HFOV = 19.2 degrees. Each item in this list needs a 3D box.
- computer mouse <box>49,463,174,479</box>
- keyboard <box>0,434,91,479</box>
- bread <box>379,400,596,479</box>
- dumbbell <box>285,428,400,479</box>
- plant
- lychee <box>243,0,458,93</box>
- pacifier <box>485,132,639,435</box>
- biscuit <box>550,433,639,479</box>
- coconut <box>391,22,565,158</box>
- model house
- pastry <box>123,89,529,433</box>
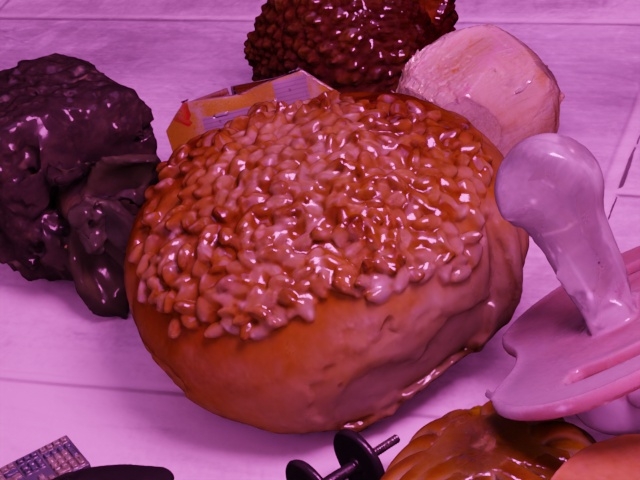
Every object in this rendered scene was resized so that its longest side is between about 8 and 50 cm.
[{"bbox_3d":[-0.196,0.285,1.617,0.170,0.100,0.269,-12,32,-5],"label":"computer mouse"},{"bbox_3d":[-0.308,0.240,1.801,0.176,0.014,0.055,-26,38,-21],"label":"keyboard"},{"bbox_3d":[0.142,0.213,1.626,0.213,0.104,0.213,-10,32,7],"label":"bread"},{"bbox_3d":[0.014,0.213,1.692,0.147,0.069,0.069,-30,37,-27],"label":"dumbbell"},{"bbox_3d":[-0.272,-0.059,2.069,0.213,0.215,0.312,-16,35,-14],"label":"plant"},{"bbox_3d":[0.028,-0.243,2.256,0.271,0.271,0.271,-8,32,5],"label":"lychee"},{"bbox_3d":[0.250,0.050,1.640,0.273,0.220,0.332,27,20,1],"label":"pacifier"},{"bbox_3d":[0.314,0.274,1.451,0.275,0.052,0.355,-15,44,-21],"label":"biscuit"},{"bbox_3d":[0.182,-0.150,2.112,0.194,0.194,0.194,-8,32,5],"label":"coconut"},{"bbox_3d":[-0.052,-0.077,2.087,0.207,0.219,0.136,-16,11,1],"label":"model house"},{"bbox_3d":[0.000,0.000,1.838,0.410,0.245,0.409,-11,40,10],"label":"pastry"}]
